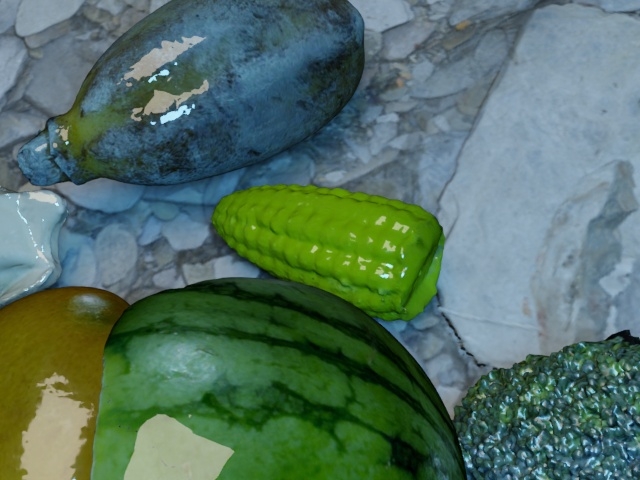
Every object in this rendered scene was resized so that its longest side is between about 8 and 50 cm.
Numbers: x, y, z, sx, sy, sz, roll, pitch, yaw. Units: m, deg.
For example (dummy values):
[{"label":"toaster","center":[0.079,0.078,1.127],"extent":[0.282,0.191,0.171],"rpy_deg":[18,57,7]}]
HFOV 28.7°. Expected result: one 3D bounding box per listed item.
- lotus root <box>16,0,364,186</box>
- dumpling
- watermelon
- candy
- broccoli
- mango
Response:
[{"label":"lotus root","center":[-0.103,-0.127,1.067],"extent":[0.322,0.158,0.140],"rpy_deg":[-30,24,-23]},{"label":"dumpling","center":[-0.302,0.013,1.061],"extent":[0.199,0.118,0.136],"rpy_deg":[-10,76,19]},{"label":"watermelon","center":[-0.001,0.179,0.732],"extent":[0.189,0.331,0.331],"rpy_deg":[-8,53,20]},{"label":"candy","center":[0.000,0.000,1.019],"extent":[0.209,0.097,0.097],"rpy_deg":[16,60,28]},{"label":"broccoli","center":[0.190,0.159,0.818],"extent":[0.226,0.176,0.198],"rpy_deg":[6,74,4]},{"label":"mango","center":[-0.204,0.183,0.884],"extent":[0.211,0.173,0.317],"rpy_deg":[15,66,21]}]
